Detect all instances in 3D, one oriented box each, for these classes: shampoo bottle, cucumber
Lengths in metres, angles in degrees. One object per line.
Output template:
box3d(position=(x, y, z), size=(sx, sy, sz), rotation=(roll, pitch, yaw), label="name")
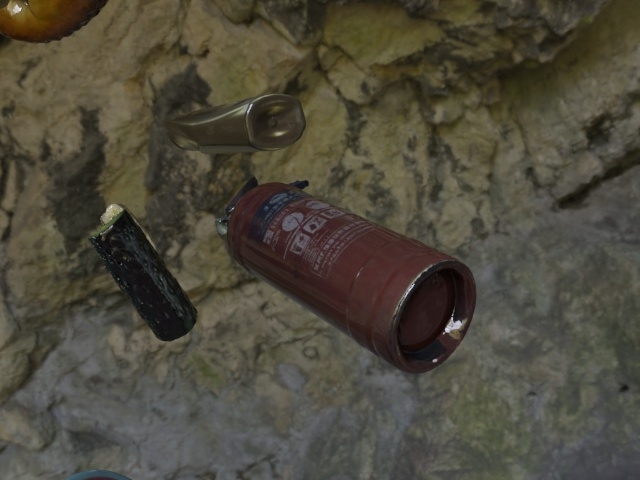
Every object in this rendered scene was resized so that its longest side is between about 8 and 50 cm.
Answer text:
box3d(position=(-0.163, -0.190, 1.108), size=(0.125, 0.084, 0.350), rotation=(-18, 15, -33), label="shampoo bottle")
box3d(position=(-0.264, 0.059, 0.988), size=(0.078, 0.211, 0.062), rotation=(-37, 35, -18), label="cucumber")

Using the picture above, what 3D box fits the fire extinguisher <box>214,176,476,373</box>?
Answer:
box3d(position=(0.000, 0.000, 0.642), size=(0.138, 0.102, 0.344), rotation=(-30, 36, -26), label="fire extinguisher")

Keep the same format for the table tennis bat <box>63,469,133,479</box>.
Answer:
box3d(position=(-0.167, 0.313, 0.628), size=(0.040, 0.153, 0.244), rotation=(-39, -58, 22), label="table tennis bat")

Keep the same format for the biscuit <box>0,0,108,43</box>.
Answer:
box3d(position=(-0.295, -0.313, 0.654), size=(0.220, 0.221, 0.066), rotation=(-28, 10, 31), label="biscuit")

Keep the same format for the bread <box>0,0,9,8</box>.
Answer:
box3d(position=(-0.240, -0.126, 0.219), size=(0.241, 0.136, 0.107), rotation=(28, -82, -36), label="bread")

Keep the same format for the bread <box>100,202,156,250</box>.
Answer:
box3d(position=(-0.400, -0.018, 1.360), size=(0.060, 0.139, 0.178), rotation=(-41, 11, -10), label="bread")
